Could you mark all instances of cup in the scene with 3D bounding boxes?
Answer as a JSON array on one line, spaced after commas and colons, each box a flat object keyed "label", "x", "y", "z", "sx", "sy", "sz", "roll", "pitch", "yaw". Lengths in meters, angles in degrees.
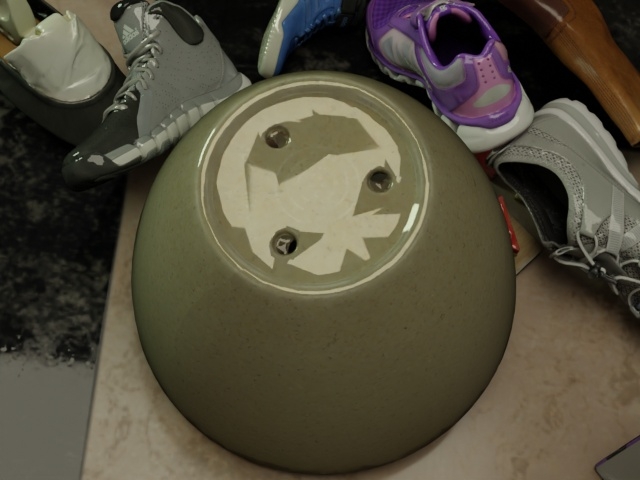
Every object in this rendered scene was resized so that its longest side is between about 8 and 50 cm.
[{"label": "cup", "x": 0.000, "y": 0.000, "z": 0.971, "sx": 0.331, "sy": 0.237, "sz": 0.331, "roll": 0, "pitch": 71, "yaw": 1}]

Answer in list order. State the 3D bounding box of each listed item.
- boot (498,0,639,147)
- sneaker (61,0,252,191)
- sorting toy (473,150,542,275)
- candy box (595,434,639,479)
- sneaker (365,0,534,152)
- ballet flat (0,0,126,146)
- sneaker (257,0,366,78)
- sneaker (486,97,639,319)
[{"label": "boot", "x": 0.209, "y": -0.195, "z": 1.151, "sx": 0.096, "sy": 0.264, "sz": 0.280, "roll": -36, "pitch": 71, "yaw": 21}, {"label": "sneaker", "x": -0.164, "y": -0.137, "z": 1.078, "sx": 0.228, "sy": 0.086, "sz": 0.132, "roll": -38, "pitch": 103, "yaw": -49}, {"label": "sorting toy", "x": 0.122, "y": -0.010, "z": 1.131, "sx": 0.274, "sy": 0.046, "sz": 0.132, "roll": -39, "pitch": 77, "yaw": -23}, {"label": "candy box", "x": 0.346, "y": 0.147, "z": 1.027, "sx": 0.196, "sy": 0.165, "sz": 0.070, "roll": -28, "pitch": 74, "yaw": -20}, {"label": "sneaker", "x": 0.109, "y": -0.183, "z": 1.140, "sx": 0.095, "sy": 0.105, "sz": 0.236, "roll": -30, "pitch": 44, "yaw": -6}, {"label": "ballet flat", "x": -0.266, "y": -0.182, "z": 1.121, "sx": 0.280, "sy": 0.096, "sz": 0.095, "roll": 38, "pitch": 65, "yaw": 9}, {"label": "sneaker", "x": -0.001, "y": -0.214, "z": 1.197, "sx": 0.084, "sy": 0.058, "sz": 0.152, "roll": 22, "pitch": 73, "yaw": -10}, {"label": "sneaker", "x": 0.251, "y": 0.009, "z": 1.101, "sx": 0.115, "sy": 0.105, "sz": 0.281, "roll": -27, "pitch": 69, "yaw": -31}]
